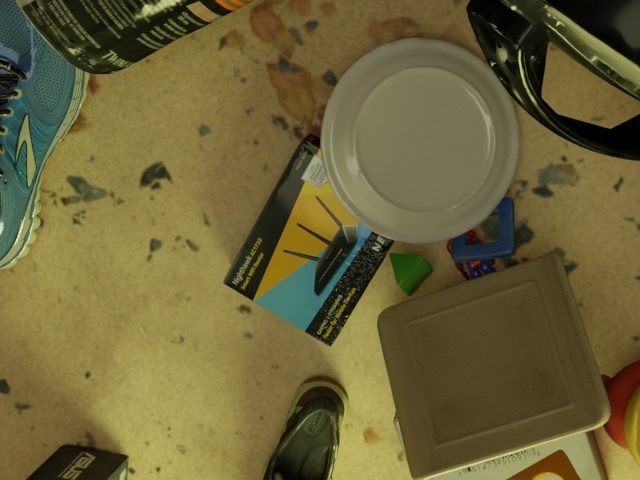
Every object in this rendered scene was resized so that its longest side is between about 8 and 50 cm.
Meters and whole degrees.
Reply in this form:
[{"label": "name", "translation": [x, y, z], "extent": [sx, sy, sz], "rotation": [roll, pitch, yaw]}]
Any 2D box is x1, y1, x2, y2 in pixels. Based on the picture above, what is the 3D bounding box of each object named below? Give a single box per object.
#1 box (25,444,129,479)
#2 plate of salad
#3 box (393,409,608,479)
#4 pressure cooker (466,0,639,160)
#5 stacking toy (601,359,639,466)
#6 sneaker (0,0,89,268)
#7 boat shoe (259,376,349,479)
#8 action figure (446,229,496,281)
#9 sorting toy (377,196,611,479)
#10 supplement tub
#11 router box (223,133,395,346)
[{"label": "box", "translation": [-0.308, 0.430, 1.230], "extent": [0.097, 0.395, 0.318], "rotation": [6, 104, 11]}, {"label": "plate of salad", "translation": [0.096, -0.097, 1.183], "extent": [0.200, 0.048, 0.199], "rotation": [-1, 94, -11]}, {"label": "box", "translation": [0.188, 0.217, 1.230], "extent": [0.181, 0.119, 0.182], "rotation": [-18, 101, 14]}, {"label": "pressure cooker", "translation": [0.312, -0.256, 0.958], "extent": [0.370, 0.375, 0.420], "rotation": [32, 106, -2]}, {"label": "stacking toy", "translation": [0.444, 0.206, 1.216], "extent": [0.279, 0.130, 0.309], "rotation": [-34, 100, -10]}, {"label": "sneaker", "translation": [-0.330, -0.108, 1.228], "extent": [0.130, 0.147, 0.330], "rotation": [16, 105, 6]}, {"label": "boat shoe", "translation": [-0.027, 0.257, 1.302], "extent": [0.080, 0.073, 0.223], "rotation": [19, 106, 5]}, {"label": "action figure", "translation": [0.161, 0.028, 1.236], "extent": [0.038, 0.030, 0.115], "rotation": [-33, 91, 11]}, {"label": "sorting toy", "translation": [0.161, 0.123, 1.144], "extent": [0.196, 0.047, 0.347], "rotation": [-21, 56, 15]}, {"label": "supplement tub", "translation": [-0.113, -0.309, 1.107], "extent": [0.338, 0.207, 0.207], "rotation": [-25, 98, 14]}, {"label": "router box", "translation": [0.000, 0.000, 1.248], "extent": [0.133, 0.046, 0.179], "rotation": [30, 107, 2]}]
